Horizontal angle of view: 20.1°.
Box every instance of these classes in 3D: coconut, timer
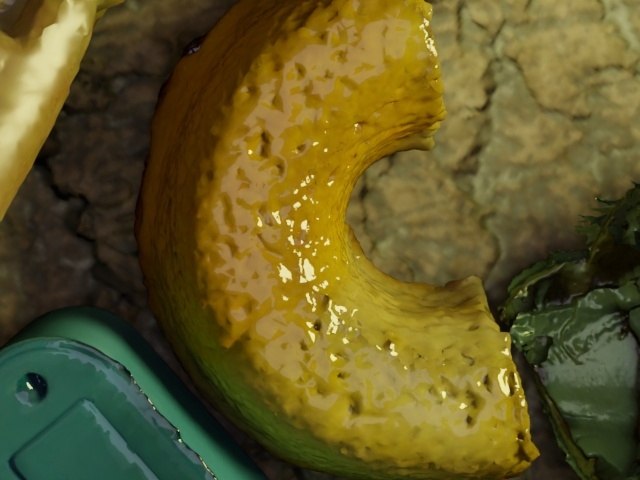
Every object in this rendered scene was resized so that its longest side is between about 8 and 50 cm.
[{"bbox_3d":[0.149,0.047,0.824,0.055,0.133,0.158,7,98,-52],"label":"coconut"},{"bbox_3d":[-0.125,0.183,0.788,0.250,0.091,0.232,-39,97,2],"label":"timer"}]

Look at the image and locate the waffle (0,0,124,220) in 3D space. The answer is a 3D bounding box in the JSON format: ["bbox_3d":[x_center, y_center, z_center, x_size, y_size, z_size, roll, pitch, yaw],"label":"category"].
[{"bbox_3d":[-0.250,-0.109,0.693,0.348,0.077,0.304,34,76,-29],"label":"waffle"}]

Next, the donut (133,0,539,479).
[{"bbox_3d":[-0.003,0.006,0.796,0.152,0.101,0.259,-17,96,-5],"label":"donut"}]
